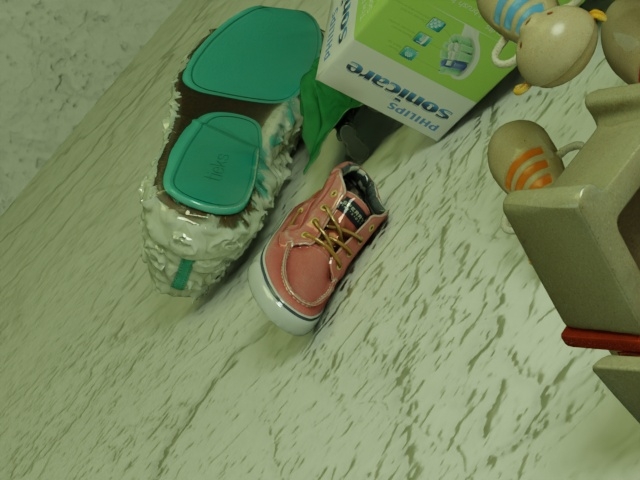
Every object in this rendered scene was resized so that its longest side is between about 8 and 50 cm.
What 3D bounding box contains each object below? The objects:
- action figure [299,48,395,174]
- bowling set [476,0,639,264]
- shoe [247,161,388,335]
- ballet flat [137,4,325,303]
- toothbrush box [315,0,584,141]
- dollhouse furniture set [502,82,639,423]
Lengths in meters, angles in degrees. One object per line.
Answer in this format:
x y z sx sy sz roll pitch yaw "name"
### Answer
0.026 -0.142 1.475 0.137 0.063 0.232 -45 20 12 "action figure"
0.158 -0.136 0.893 0.287 0.200 0.154 -47 28 15 "bowling set"
0.000 0.000 1.198 0.081 0.063 0.178 -45 11 22 "shoe"
-0.093 -0.086 1.542 0.147 0.147 0.409 -36 18 32 "ballet flat"
0.127 -0.245 1.212 0.283 0.122 0.206 -43 28 45 "toothbrush box"
0.208 0.002 0.612 0.262 0.135 0.259 -49 25 -26 "dollhouse furniture set"
